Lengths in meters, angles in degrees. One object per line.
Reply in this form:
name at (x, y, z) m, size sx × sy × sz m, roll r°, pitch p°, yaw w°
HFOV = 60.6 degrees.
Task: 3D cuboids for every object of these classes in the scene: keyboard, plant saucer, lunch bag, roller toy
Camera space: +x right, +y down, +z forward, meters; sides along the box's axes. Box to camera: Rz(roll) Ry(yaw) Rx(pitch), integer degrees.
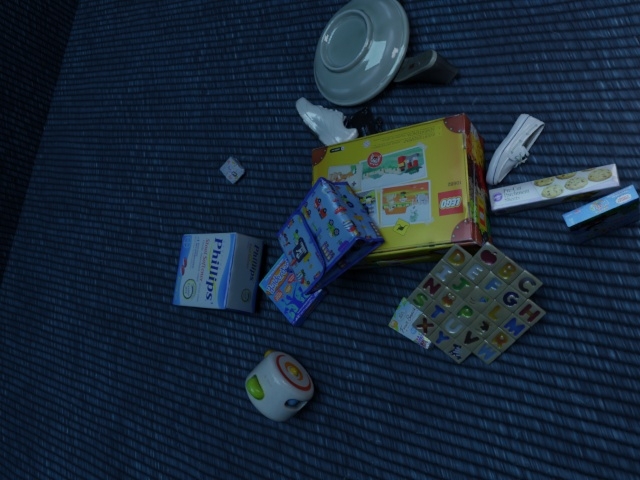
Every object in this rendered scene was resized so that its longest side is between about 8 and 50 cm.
keyboard at (0.165, -0.368, 1.842) m, size 0.108 × 0.023 × 0.180 m, roll -27°, pitch 66°, yaw 30°
plant saucer at (0.108, -0.663, 1.864) m, size 0.401 × 0.101 × 0.400 m, roll -8°, pitch 77°, yaw 39°
lunch bag at (0.000, 0.000, 1.578) m, size 0.293 × 0.138 × 0.221 m, roll -45°, pitch 61°, yaw 29°
lunch bag at (-0.334, -0.268, 2.097) m, size 0.071 × 0.053 × 0.083 m, roll -44°, pitch 69°, yaw 16°
roller toy at (-0.122, 0.450, 1.714) m, size 0.191 × 0.209 × 0.146 m, roll 42°, pitch 103°, yaw -4°

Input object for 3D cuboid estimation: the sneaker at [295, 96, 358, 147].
sneaker at (0.020, -0.405, 1.903) m, size 0.129 × 0.111 × 0.297 m, roll -40°, pitch 64°, yaw 1°

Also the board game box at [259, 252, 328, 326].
board game box at (-0.094, 0.160, 1.851) m, size 0.160 × 0.047 × 0.210 m, roll -52°, pitch 57°, yaw 10°

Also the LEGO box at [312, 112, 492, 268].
LEGO box at (0.229, -0.122, 1.640) m, size 0.500 × 0.193 × 0.372 m, roll -8°, pitch 75°, yaw 29°

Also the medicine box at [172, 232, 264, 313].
medicine box at (-0.362, 0.115, 1.943) m, size 0.289 × 0.149 × 0.263 m, roll -2°, pitch 77°, yaw 39°

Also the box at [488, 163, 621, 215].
box at (0.628, -0.133, 1.483) m, size 0.324 × 0.063 × 0.067 m, roll -10°, pitch 72°, yaw 29°

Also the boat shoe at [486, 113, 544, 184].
boat shoe at (0.551, -0.252, 1.546) m, size 0.076 × 0.083 × 0.226 m, roll 29°, pitch 93°, yaw 34°

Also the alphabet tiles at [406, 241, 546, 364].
alphabet tiles at (0.405, 0.174, 1.460) m, size 0.285 × 0.011 × 0.342 m, roll 39°, pitch 122°, yaw 8°

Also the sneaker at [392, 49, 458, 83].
sneaker at (0.328, -0.531, 1.758) m, size 0.222 × 0.118 × 0.083 m, roll 7°, pitch 78°, yaw 62°

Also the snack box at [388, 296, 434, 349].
snack box at (0.284, 0.243, 1.611) m, size 0.141 × 0.037 × 0.100 m, roll 29°, pitch 93°, yaw 33°

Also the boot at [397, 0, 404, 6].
boot at (0.230, -0.788, 1.892) m, size 0.121 × 0.045 × 0.099 m, roll -7°, pitch 76°, yaw 23°

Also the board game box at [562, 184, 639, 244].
board game box at (0.690, -0.057, 1.340) m, size 0.160 × 0.211 × 0.039 m, roll -27°, pitch 67°, yaw 23°
